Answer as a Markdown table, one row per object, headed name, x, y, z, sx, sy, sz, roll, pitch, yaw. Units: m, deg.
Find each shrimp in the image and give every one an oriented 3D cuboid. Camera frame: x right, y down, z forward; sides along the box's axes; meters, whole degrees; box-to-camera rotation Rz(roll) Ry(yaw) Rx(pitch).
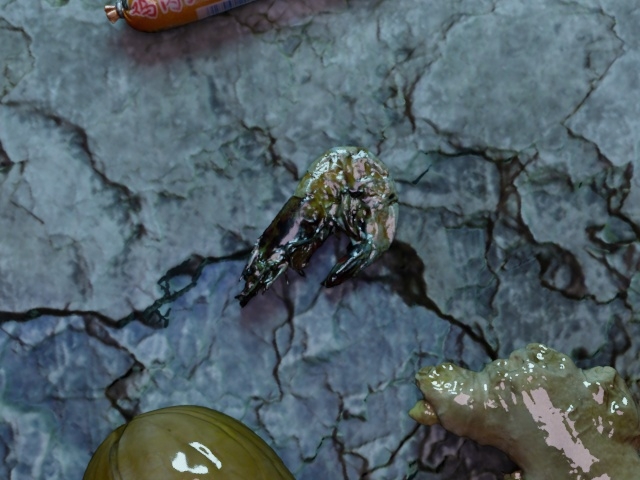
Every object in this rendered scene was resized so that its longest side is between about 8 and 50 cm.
| name | x | y | z | sx | sy | sz | roll | pitch | yaw |
| --- | --- | --- | --- | --- | --- | --- | --- | --- | --- |
| shrimp | 0.000 | 0.000 | 1.264 | 0.091 | 0.034 | 0.161 | 41 | 84 | 0 |

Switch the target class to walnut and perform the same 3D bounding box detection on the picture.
| name | x | y | z | sx | sy | sz | roll | pitch | yaw |
| --- | --- | --- | --- | --- | --- | --- | --- | --- | --- |
| walnut | -0.089 | 0.221 | 1.181 | 0.167 | 0.167 | 0.207 | -31 | 86 | -5 |

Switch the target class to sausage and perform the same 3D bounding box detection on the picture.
| name | x | y | z | sx | sy | sz | roll | pitch | yaw |
| --- | --- | --- | --- | --- | --- | --- | --- | --- | --- |
| sausage | -0.006 | -0.235 | 1.274 | 0.347 | 0.053 | 0.053 | -20 | 86 | -4 |

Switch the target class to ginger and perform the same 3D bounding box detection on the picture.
| name | x | y | z | sx | sy | sz | roll | pitch | yaw |
| --- | --- | --- | --- | --- | --- | --- | --- | --- | --- |
| ginger | 0.180 | 0.148 | 1.245 | 0.213 | 0.074 | 0.137 | 44 | 85 | 7 |
